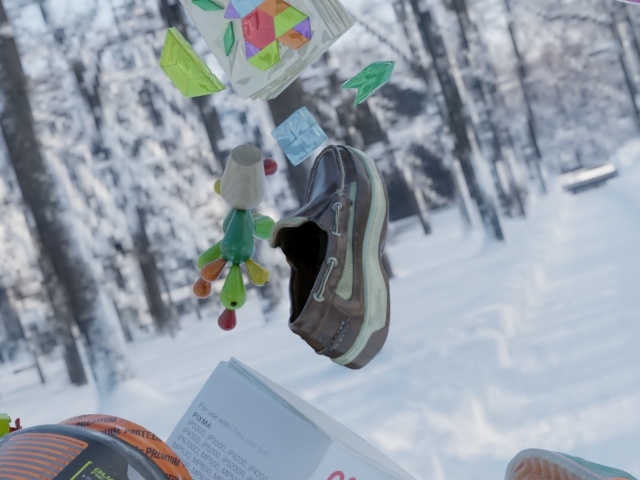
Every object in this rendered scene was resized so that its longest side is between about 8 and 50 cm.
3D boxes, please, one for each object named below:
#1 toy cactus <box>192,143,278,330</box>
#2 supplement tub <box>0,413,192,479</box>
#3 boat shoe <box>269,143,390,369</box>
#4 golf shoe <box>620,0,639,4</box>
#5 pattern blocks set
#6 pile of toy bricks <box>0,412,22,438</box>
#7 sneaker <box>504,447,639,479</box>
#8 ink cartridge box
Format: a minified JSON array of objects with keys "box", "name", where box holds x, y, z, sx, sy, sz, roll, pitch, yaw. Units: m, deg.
[{"box":[-0.079,-0.026,1.589,0.112,0.180,0.219,14,49,4],"name":"toy cactus"},{"box":[-0.222,0.265,1.047,0.207,0.207,0.338,-17,11,23],"name":"supplement tub"},{"box":[0.004,-0.005,1.310,0.095,0.257,0.095,22,-54,-23],"name":"boat shoe"},{"box":[0.170,-0.285,1.258,0.306,0.115,0.140,23,3,-14],"name":"golf shoe"},{"box":[-0.069,-0.250,1.493,0.285,0.325,0.026,-49,-7,33],"name":"pattern blocks set"},{"box":[-0.313,0.176,1.262,0.105,0.212,0.118,-2,12,-20],"name":"pile of toy bricks"},{"box":[0.355,0.318,1.617,0.302,0.108,0.121,31,12,33],"name":"sneaker"},{"box":[-0.083,0.340,1.383,0.160,0.384,0.279,30,-5,35],"name":"ink cartridge box"}]
